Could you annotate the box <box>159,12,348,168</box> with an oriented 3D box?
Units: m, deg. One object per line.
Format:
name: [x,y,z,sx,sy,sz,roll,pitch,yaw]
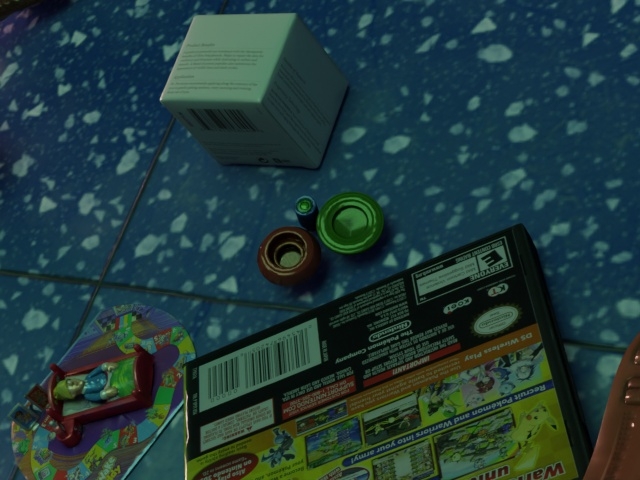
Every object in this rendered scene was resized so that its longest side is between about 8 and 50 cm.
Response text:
box: [-0.051,-0.119,1.236,0.101,0.102,0.087,4,63,33]

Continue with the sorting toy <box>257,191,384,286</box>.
sorting toy: [0.000,0.000,1.173,0.102,0.042,0.061,-23,65,-1]

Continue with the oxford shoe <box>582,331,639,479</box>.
oxford shoe: [0.240,0.137,0.889,0.397,0.146,0.140,-45,28,-27]

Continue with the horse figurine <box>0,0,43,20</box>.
horse figurine: [-0.372,-0.229,1.501,0.263,0.066,0.174,-31,48,-17]

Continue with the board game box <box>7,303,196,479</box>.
board game box: [-0.174,0.117,1.192,0.133,0.033,0.169,30,77,40]

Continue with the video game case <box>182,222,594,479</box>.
video game case: [0.034,0.126,1.028,0.274,0.035,0.248,-23,37,13]
